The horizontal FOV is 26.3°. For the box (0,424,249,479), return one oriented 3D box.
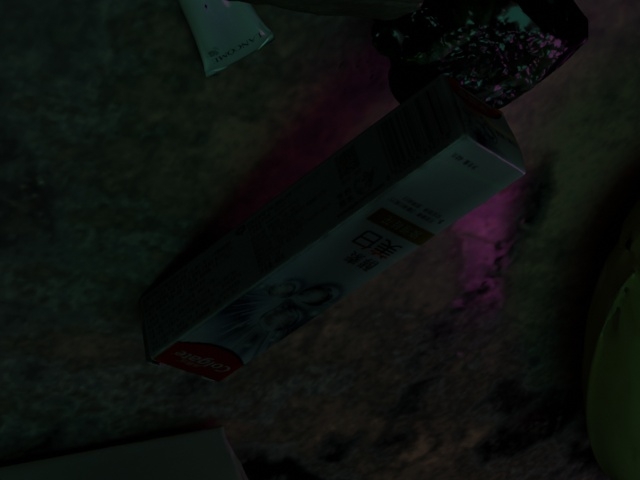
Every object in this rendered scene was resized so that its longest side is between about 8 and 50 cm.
[{"bbox_3d":[-0.145,0.248,0.819,0.194,0.111,0.260,-7,133,-26],"label":"box"}]

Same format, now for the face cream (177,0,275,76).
[{"bbox_3d":[-0.054,-0.119,0.608,0.038,0.020,0.115,-32,141,-4],"label":"face cream"}]

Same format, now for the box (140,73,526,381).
[{"bbox_3d":[0.000,0.000,0.691,0.218,0.040,0.055,-36,141,28],"label":"box"}]

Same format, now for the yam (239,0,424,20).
[{"bbox_3d":[-0.060,-0.167,0.463,0.268,0.161,0.161,4,126,-32],"label":"yam"}]

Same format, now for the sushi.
[{"bbox_3d":[0.071,-0.099,0.655,0.083,0.056,0.084,-20,145,41],"label":"sushi"}]

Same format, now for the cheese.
[{"bbox_3d":[0.289,0.052,0.899,0.259,0.128,0.316,-29,136,-3],"label":"cheese"}]
